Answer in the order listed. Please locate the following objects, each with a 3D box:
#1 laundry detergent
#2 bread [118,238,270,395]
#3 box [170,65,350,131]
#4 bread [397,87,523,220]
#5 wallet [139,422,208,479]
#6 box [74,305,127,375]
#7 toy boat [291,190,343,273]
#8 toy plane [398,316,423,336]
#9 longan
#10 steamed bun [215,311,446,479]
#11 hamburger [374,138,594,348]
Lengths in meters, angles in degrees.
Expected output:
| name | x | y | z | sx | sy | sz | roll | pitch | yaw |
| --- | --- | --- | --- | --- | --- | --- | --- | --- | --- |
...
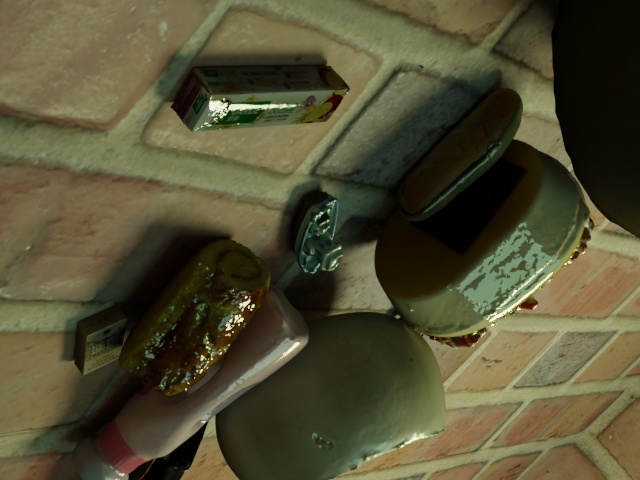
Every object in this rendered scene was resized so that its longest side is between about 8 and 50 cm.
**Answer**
| name | x | y | z | sx | sy | sz | roll | pitch | yaw |
| --- | --- | --- | --- | --- | --- | --- | --- | --- | --- |
| laundry detergent | -0.165 | 0.193 | 1.678 | 0.335 | 0.088 | 0.159 | -40 | -168 | 7 |
| bread | -0.142 | 0.088 | 1.547 | 0.172 | 0.103 | 0.132 | -51 | 178 | 18 |
| box | -0.056 | -0.145 | 1.353 | 0.207 | 0.041 | 0.050 | -9 | 145 | -48 |
| bread | 0.185 | -0.105 | 1.724 | 0.214 | 0.073 | 0.053 | -45 | 147 | 10 |
| wallet | -0.236 | 0.353 | 1.846 | 0.318 | 0.045 | 0.172 | -57 | -174 | 33 |
| box | -0.253 | 0.115 | 1.536 | 0.053 | 0.024 | 0.083 | -26 | 154 | -29 |
| toy boat | 0.000 | 0.000 | 1.650 | 0.059 | 0.066 | 0.140 | -30 | 155 | -29 |
| toy plane | 0.140 | 0.131 | 2.081 | 0.189 | 0.061 | 0.130 | -34 | 156 | -3 |
| longan | 0.464 | -0.182 | 1.596 | 0.404 | 0.436 | 0.404 | -42 | -173 | 7 |
| steamed bun | 0.008 | 0.212 | 1.813 | 0.324 | 0.206 | 0.324 | -21 | 172 | -3 |
| hamburger | 0.211 | 0.000 | 1.771 | 0.295 | 0.227 | 0.151 | -43 | 134 | 9 |
